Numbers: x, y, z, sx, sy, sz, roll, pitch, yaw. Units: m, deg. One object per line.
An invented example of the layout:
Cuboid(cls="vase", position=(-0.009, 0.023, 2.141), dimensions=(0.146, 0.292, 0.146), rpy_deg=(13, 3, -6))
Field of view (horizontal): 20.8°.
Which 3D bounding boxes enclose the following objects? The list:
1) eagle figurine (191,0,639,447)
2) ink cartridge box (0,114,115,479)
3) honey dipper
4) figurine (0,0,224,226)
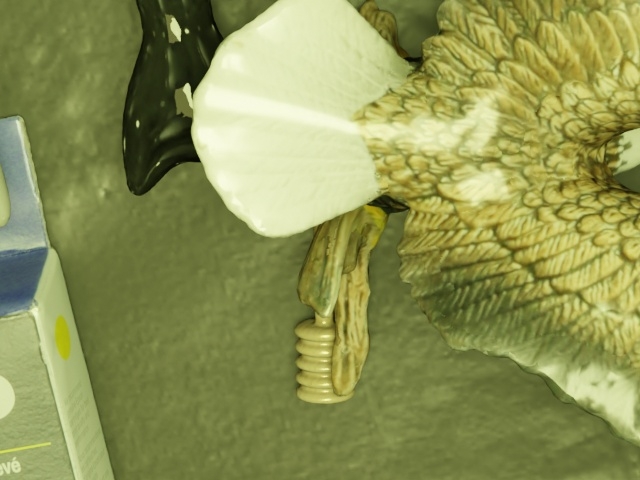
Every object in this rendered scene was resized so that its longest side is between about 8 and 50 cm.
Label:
Cuboid(cls="eagle figurine", position=(0.120, -0.036, 0.740), dimensions=(0.298, 0.225, 0.226), rpy_deg=(9, 138, 39))
Cuboid(cls="ink cartridge box", position=(-0.265, 0.116, 0.896), dimensions=(0.303, 0.072, 0.307), rpy_deg=(-10, 105, 8))
Cuboid(cls="honey dipper", position=(0.000, 0.000, 0.860), dimensions=(0.030, 0.030, 0.161), rpy_deg=(-1, 103, 6))
Cuboid(cls="figurine", position=(-0.139, -0.110, 0.811), dimensions=(0.215, 0.092, 0.209), rpy_deg=(-10, 104, 9))
